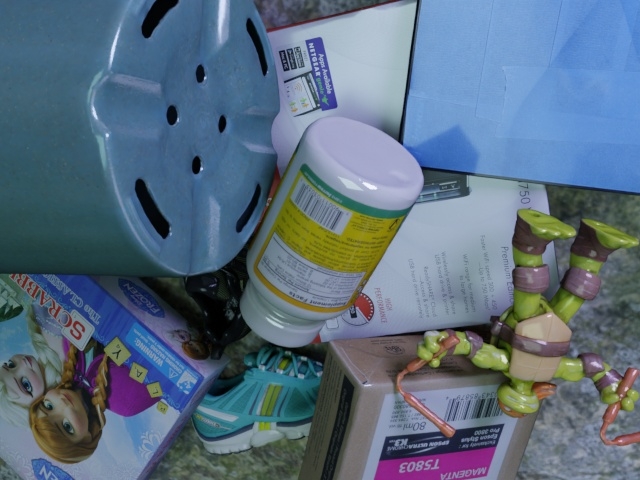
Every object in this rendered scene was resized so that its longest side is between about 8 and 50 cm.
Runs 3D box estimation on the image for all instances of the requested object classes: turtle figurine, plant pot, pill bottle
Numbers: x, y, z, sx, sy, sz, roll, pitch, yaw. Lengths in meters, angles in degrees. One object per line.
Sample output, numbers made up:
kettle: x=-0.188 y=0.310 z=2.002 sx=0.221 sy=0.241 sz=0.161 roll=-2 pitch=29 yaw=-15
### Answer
turtle figurine: x=0.218 y=0.087 z=0.701 sx=0.269 sy=0.087 sz=0.217 roll=13 pitch=108 yaw=-4
plant pot: x=-0.235 y=-0.110 z=0.654 sx=0.334 sy=0.341 sz=0.341 roll=5 pitch=112 yaw=24
pill bottle: x=0.000 y=0.000 z=0.696 sx=0.117 sy=0.117 sz=0.208 roll=29 pitch=123 yaw=1

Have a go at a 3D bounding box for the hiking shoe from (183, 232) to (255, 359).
hiking shoe: x=-0.105 y=0.015 z=0.825 sx=0.086 sy=0.114 sz=0.227 roll=-3 pitch=109 yaw=14

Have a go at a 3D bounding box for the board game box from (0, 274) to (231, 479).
board game box: x=-0.315 y=0.164 z=0.926 sx=0.318 sy=0.066 sz=0.318 roll=38 pitch=114 yaw=10

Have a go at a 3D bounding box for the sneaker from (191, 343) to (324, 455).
sneaker: x=-0.044 y=0.175 z=0.883 sx=0.275 sy=0.107 sz=0.110 roll=-21 pitch=95 yaw=19

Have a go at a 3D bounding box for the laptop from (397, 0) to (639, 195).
laptop: x=0.287 y=-0.189 z=0.530 sx=0.236 sy=0.408 sz=0.382 roll=-5 pitch=112 yaw=-29

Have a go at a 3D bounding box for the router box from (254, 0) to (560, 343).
router box: x=0.072 y=-0.072 z=0.768 sx=0.301 sy=0.082 sz=0.336 roll=-9 pitch=108 yaw=17

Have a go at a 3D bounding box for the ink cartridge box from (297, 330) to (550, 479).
ink cartridge box: x=0.110 y=0.202 z=0.800 sx=0.234 sy=0.088 sz=0.193 roll=0 pitch=114 yaw=-24
